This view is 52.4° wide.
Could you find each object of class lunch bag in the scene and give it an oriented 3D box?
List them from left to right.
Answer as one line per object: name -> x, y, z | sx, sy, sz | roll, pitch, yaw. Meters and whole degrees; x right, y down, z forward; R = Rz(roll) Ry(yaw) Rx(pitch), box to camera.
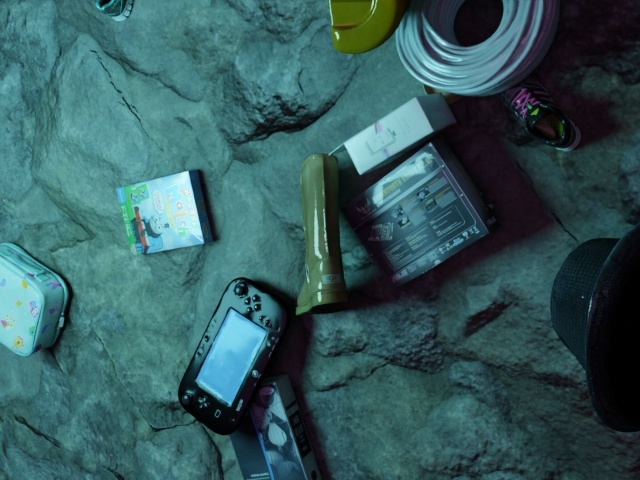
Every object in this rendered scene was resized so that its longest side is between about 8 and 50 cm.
lunch bag -> -0.767, 0.143, 1.651 | 0.279, 0.108, 0.224 | 29, 108, 18

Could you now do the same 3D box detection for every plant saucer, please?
plant saucer -> 0.219, -0.278, 1.127 | 0.083, 0.015, 0.083 | 5, 101, 26

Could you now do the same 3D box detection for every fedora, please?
fedora -> 0.456, 0.111, 0.983 | 0.152, 0.334, 0.334 | 25, 115, 58

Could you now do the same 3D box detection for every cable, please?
cable -> 0.247, -0.359, 1.040 | 0.257, 0.089, 0.257 | -4, 88, 33

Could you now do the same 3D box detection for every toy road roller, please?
toy road roller -> 0.118, -0.410, 0.953 | 0.329, 0.202, 0.240 | 5, 131, 16

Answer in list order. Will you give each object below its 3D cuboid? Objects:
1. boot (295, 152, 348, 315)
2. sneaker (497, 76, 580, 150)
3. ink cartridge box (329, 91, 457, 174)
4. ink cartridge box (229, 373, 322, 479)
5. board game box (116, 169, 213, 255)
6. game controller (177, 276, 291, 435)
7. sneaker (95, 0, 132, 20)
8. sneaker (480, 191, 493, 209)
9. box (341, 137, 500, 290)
boot -> 0.000, 0.000, 1.238 | 0.089, 0.236, 0.269 | -1, 77, -16
sneaker -> 0.344, -0.209, 1.043 | 0.170, 0.075, 0.063 | 49, 116, 11
ink cartridge box -> 0.123, -0.177, 1.132 | 0.198, 0.115, 0.067 | -27, 90, 35
ink cartridge box -> -0.098, 0.463, 1.401 | 0.165, 0.065, 0.332 | -18, 92, 28
board game box -> -0.347, -0.058, 1.440 | 0.211, 0.039, 0.160 | -10, 95, 27
game controller -> -0.180, 0.241, 1.358 | 0.166, 0.067, 0.319 | 31, 99, 32
sneaker -> -0.424, -0.546, 1.365 | 0.065, 0.076, 0.166 | 28, 111, 19
sneaker -> 0.266, -0.077, 1.137 | 0.037, 0.032, 0.083 | -43, 81, 9
box -> 0.171, -0.041, 1.153 | 0.231, 0.056, 0.183 | -37, 81, 37
